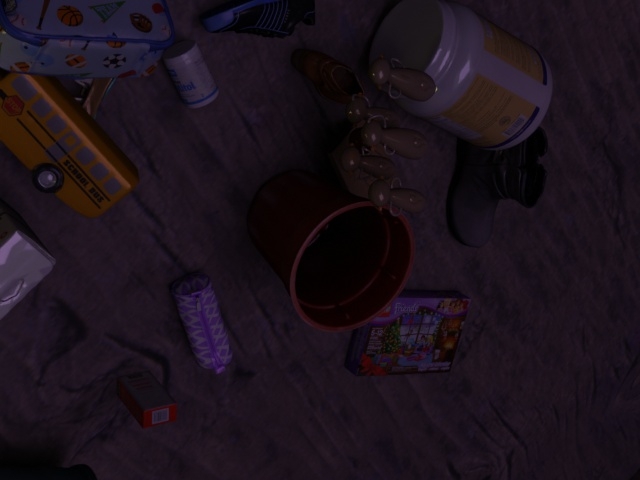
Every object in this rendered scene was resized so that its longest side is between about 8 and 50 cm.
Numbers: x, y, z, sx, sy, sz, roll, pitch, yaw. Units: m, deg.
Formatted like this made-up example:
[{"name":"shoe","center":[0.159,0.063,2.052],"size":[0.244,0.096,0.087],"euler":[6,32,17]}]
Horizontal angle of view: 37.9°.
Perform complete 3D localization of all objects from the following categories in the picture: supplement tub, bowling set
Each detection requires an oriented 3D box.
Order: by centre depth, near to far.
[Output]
[{"name":"supplement tub","center":[-0.234,-0.299,1.684],"size":[0.071,0.071,0.107],"euler":[-36,125,-16]},{"name":"bowling set","center":[0.090,-0.183,1.734],"size":[0.154,0.200,0.286],"euler":[10,80,-40]},{"name":"supplement tub","center":[0.286,-0.341,1.902],"size":[0.331,0.241,0.241],"euler":[19,99,-37]}]

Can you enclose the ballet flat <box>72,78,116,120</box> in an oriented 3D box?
[{"name":"ballet flat","center":[-0.403,-0.248,1.593],"size":[0.073,0.080,0.232],"euler":[23,96,-27]}]

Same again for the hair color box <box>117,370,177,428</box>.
[{"name":"hair color box","center":[-0.343,0.312,1.837],"size":[0.072,0.141,0.043],"euler":[-8,115,-30]}]

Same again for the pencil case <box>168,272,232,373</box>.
[{"name":"pencil case","center":[-0.235,0.163,1.877],"size":[0.086,0.088,0.206],"euler":[-27,124,-19]}]

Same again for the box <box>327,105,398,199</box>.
[{"name":"box","center":[0.092,-0.154,1.954],"size":[0.164,0.021,0.201],"euler":[-54,134,-35]}]

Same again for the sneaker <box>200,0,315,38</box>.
[{"name":"sneaker","center":[-0.106,-0.407,1.713],"size":[0.232,0.081,0.090],"euler":[-25,115,-24]}]

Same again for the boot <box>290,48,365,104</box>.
[{"name":"boot","center":[0.045,-0.302,1.814],"size":[0.197,0.152,0.073],"euler":[22,97,-38]}]

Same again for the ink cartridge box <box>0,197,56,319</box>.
[{"name":"ink cartridge box","center":[-0.547,0.026,1.524],"size":[0.160,0.219,0.092],"euler":[-47,128,-8]}]

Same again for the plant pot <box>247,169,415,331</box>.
[{"name":"plant pot","center":[0.000,0.000,1.841],"size":[0.272,0.265,0.272],"euler":[-15,121,-26]}]

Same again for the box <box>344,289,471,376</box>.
[{"name":"box","center":[0.210,0.218,2.216],"size":[0.293,0.057,0.200],"euler":[3,108,-34]}]

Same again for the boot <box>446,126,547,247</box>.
[{"name":"boot","center":[0.398,-0.109,2.090],"size":[0.118,0.223,0.338],"euler":[-18,119,-27]}]

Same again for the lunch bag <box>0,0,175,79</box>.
[{"name":"lunch bag","center":[-0.393,-0.377,1.456],"size":[0.303,0.243,0.115],"euler":[-1,154,-36]}]

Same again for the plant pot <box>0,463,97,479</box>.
[{"name":"plant pot","center":[-0.617,0.539,1.657],"size":[0.334,0.341,0.341],"euler":[20,98,-30]}]

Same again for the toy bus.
[{"name":"toy bus","center":[-0.452,-0.186,1.512],"size":[0.130,0.108,0.332],"euler":[-37,114,5]}]
